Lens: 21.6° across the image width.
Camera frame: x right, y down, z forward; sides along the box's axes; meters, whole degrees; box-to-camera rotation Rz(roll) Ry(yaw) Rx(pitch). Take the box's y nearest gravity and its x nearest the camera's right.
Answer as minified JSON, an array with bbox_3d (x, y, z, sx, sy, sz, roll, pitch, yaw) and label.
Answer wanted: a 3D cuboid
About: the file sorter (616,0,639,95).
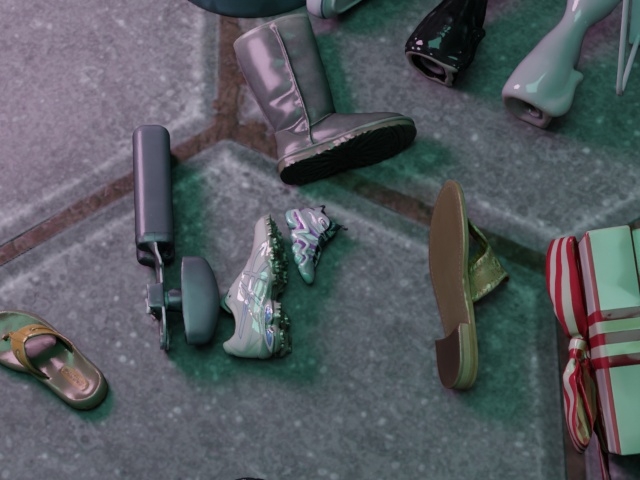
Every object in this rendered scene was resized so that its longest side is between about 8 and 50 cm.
[{"bbox_3d":[0.482,-0.254,1.878,0.277,0.193,0.173,8,39,14],"label":"file sorter"}]

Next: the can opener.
[{"bbox_3d":[-0.171,-0.003,1.978,0.095,0.076,0.284,-2,64,-6],"label":"can opener"}]

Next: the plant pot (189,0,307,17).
[{"bbox_3d":[-0.096,-0.462,2.080,0.293,0.235,0.293,-4,66,8],"label":"plant pot"}]

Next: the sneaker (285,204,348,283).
[{"bbox_3d":[0.000,0.000,1.962,0.069,0.038,0.098,-14,65,4],"label":"sneaker"}]

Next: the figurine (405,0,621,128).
[{"bbox_3d":[0.242,-0.266,1.998,0.214,0.092,0.209,26,81,19],"label":"figurine"}]

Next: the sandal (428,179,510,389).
[{"bbox_3d":[0.177,0.054,1.902,0.079,0.088,0.240,7,71,-22],"label":"sandal"}]

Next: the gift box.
[{"bbox_3d":[0.374,0.111,1.739,0.258,0.276,0.255,-7,78,2],"label":"gift box"}]

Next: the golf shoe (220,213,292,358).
[{"bbox_3d":[-0.081,0.052,1.939,0.086,0.069,0.176,-7,64,13],"label":"golf shoe"}]

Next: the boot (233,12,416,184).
[{"bbox_3d":[0.004,-0.184,2.036,0.189,0.076,0.209,-14,57,1],"label":"boot"}]

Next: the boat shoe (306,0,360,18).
[{"bbox_3d":[0.090,-0.364,2.081,0.084,0.095,0.258,36,77,26],"label":"boat shoe"}]

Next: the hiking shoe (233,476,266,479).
[{"bbox_3d":[-0.161,0.362,1.772,0.304,0.132,0.113,-42,66,-10],"label":"hiking shoe"}]

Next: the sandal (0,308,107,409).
[{"bbox_3d":[-0.325,0.132,1.950,0.180,0.049,0.072,32,75,21],"label":"sandal"}]
